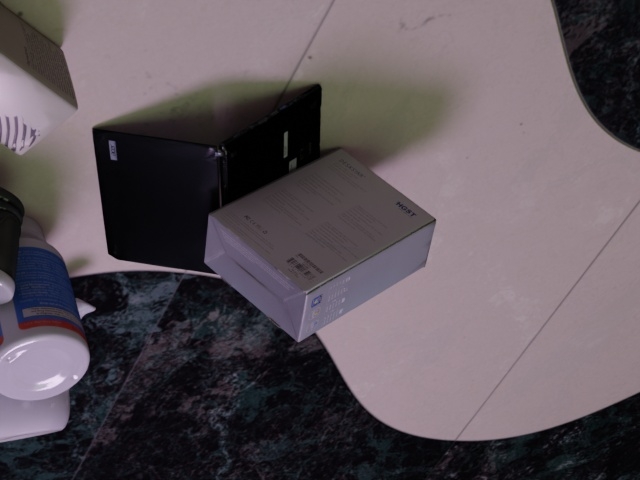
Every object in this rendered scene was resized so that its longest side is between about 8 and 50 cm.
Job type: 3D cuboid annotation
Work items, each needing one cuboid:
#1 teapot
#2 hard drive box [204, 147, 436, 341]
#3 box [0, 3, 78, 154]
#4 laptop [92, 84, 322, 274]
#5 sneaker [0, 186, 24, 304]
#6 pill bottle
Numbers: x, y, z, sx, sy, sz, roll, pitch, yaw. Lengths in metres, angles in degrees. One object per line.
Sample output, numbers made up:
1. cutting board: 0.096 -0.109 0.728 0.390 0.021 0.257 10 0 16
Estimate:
1. teapot: -0.454 0.171 1.859 0.252 0.187 0.256 -17 171 41
2. hard drive box: 0.000 0.000 1.817 0.232 0.181 0.089 -28 144 -35
3. box: -0.386 -0.211 1.522 0.094 0.113 0.275 -36 137 16
4. laptop: -0.138 -0.085 1.854 0.264 0.136 0.234 -34 147 -28
5. sneaker: -0.474 0.003 1.728 0.295 0.147 0.104 -3 147 25
6. pill bottle: -0.362 0.075 1.757 0.124 0.221 0.124 -13 139 -11
